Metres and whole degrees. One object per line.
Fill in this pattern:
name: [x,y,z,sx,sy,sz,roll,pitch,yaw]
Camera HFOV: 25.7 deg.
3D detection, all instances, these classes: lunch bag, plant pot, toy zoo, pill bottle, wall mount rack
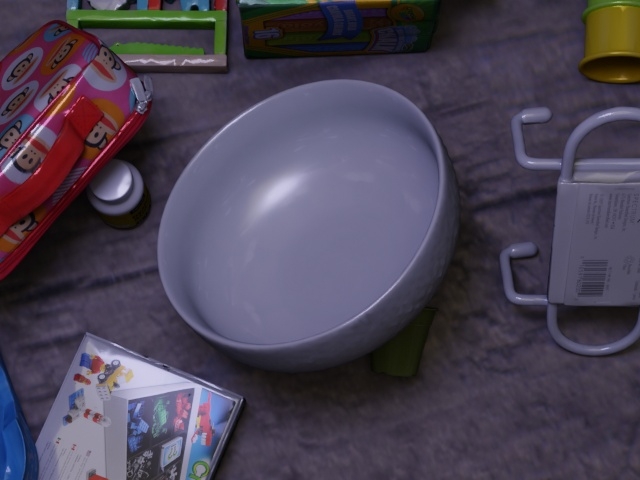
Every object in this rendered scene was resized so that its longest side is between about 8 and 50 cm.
lunch bag: [-0.317,-0.096,1.502,0.293,0.258,0.120,-49,119,-6]
plant pot: [0.085,0.109,1.558,0.083,0.083,0.079,8,91,2]
toy zoo: [-0.202,-0.343,1.673,0.192,0.030,0.293,1,78,0]
pill bottle: [-0.227,-0.054,1.567,0.065,0.116,0.065,0,78,0]
wall mount rack: [0.351,-0.035,1.503,0.304,0.350,0.130,0,43,2]

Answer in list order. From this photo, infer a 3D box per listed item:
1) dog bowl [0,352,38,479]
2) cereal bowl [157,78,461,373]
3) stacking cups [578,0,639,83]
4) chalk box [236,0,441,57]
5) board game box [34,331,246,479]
dog bowl: [-0.403,0.186,1.512,0.166,0.074,0.297,-28,69,4]
cereal bowl: [0.000,0.000,1.512,0.339,0.141,0.339,-14,52,18]
stacking cups: [0.358,-0.348,1.640,0.096,0.096,0.316,6,78,1]
chalk box: [0.049,-0.322,1.593,0.289,0.179,0.180,-3,79,-1]
board game box: [-0.228,0.277,1.529,0.193,0.053,0.305,22,79,6]
